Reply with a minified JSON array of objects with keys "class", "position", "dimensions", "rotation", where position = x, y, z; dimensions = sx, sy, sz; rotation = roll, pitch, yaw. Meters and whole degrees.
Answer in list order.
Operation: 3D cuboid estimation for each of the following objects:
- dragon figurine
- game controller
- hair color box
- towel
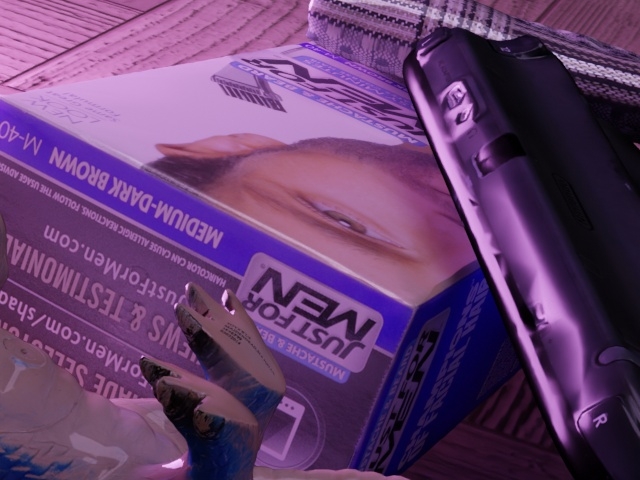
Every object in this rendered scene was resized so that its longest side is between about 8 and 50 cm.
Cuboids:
[{"class":"dragon figurine","position":[-0.079,0.076,0.451],"dimensions":[0.289,0.144,0.085],"rotation":[24,17,-12]},{"class":"game controller","position":[0.119,0.030,0.686],"dimensions":[0.166,0.067,0.319],"rotation":[44,17,-31]},{"class":"hair color box","position":[0.000,0.000,0.814],"dimensions":[0.185,0.110,0.339],"rotation":[27,19,15]},{"class":"towel","position":[0.155,-0.088,0.967],"dimensions":[0.312,0.056,0.324],"rotation":[17,8,3]}]
